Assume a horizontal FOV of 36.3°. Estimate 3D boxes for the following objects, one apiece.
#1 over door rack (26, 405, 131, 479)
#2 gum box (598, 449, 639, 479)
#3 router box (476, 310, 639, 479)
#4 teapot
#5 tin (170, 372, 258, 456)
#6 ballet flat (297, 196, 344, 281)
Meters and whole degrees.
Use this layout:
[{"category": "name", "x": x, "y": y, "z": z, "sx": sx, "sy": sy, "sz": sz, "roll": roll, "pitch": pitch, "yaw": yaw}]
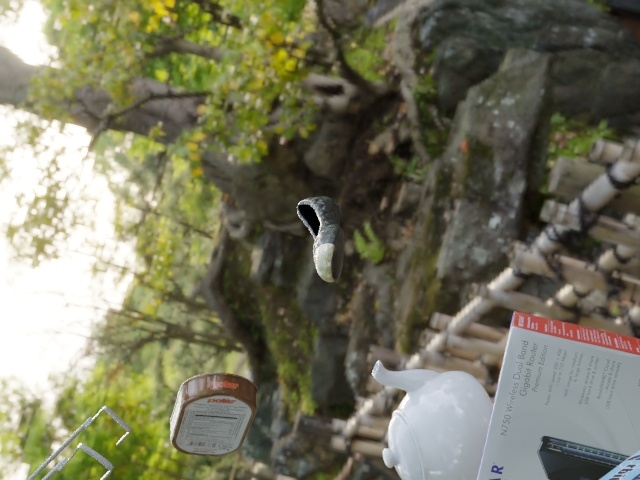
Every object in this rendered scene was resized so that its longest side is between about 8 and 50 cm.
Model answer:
[{"category": "over door rack", "x": -0.431, "y": 0.337, "z": 1.339, "sx": 0.324, "sy": 0.108, "sz": 0.239, "roll": -33, "pitch": 5, "yaw": -2}, {"category": "gum box", "x": 0.227, "y": 0.225, "z": 0.603, "sx": 0.041, "sy": 0.157, "sz": 0.184, "roll": -19, "pitch": 92, "yaw": 54}, {"category": "router box", "x": 0.372, "y": 0.293, "z": 1.314, "sx": 0.082, "sy": 0.301, "sz": 0.335, "roll": -41, "pitch": -38, "yaw": -73}, {"category": "teapot", "x": 0.200, "y": 0.360, "z": 1.686, "sx": 0.256, "sy": 0.187, "sz": 0.252, "roll": -119, "pitch": 19, "yaw": -48}, {"category": "tin", "x": -0.146, "y": 0.242, "z": 1.334, "sx": 0.189, "sy": 0.106, "sz": 0.040, "roll": 112, "pitch": 157, "yaw": -49}, {"category": "ballet flat", "x": 0.000, "y": 0.000, "z": 1.043, "sx": 0.173, "sy": 0.049, "sz": 0.057, "roll": -95, "pitch": 7, "yaw": -68}]
